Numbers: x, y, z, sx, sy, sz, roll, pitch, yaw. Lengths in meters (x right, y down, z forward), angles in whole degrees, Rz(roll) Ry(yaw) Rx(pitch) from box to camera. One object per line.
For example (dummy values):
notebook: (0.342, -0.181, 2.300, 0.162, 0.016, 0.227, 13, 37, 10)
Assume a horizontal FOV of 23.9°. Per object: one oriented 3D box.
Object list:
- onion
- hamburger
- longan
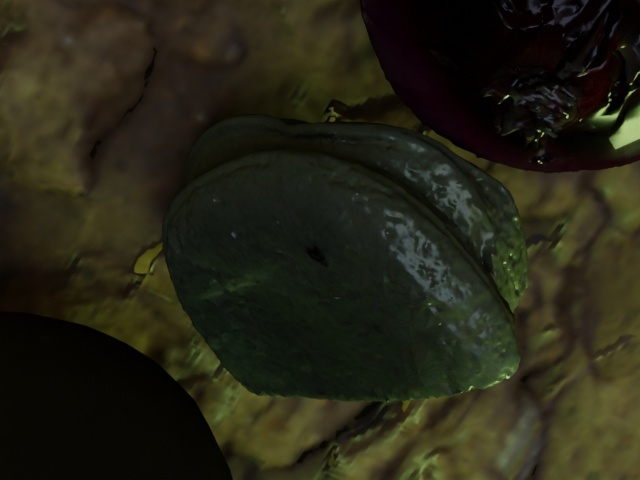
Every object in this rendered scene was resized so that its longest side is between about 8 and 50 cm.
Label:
onion: (0.067, -0.065, 0.409, 0.115, 0.104, 0.115, 11, 134, 11)
hamburger: (-0.002, 0.002, 0.450, 0.121, 0.054, 0.084, -9, 124, 39)
longan: (-0.116, 0.104, 0.452, 0.189, 0.189, 0.189, -2, 117, -4)
